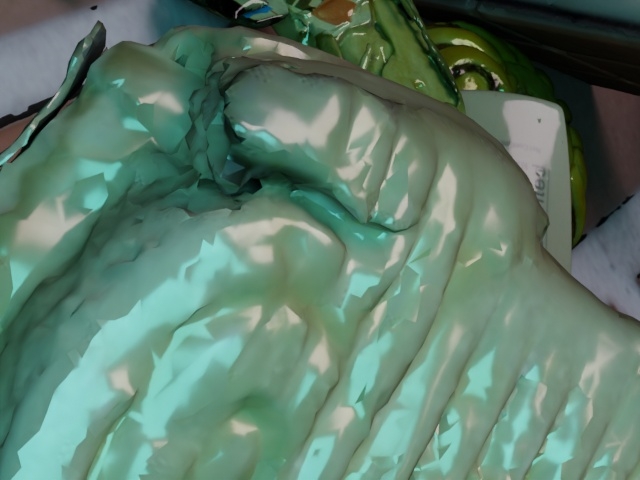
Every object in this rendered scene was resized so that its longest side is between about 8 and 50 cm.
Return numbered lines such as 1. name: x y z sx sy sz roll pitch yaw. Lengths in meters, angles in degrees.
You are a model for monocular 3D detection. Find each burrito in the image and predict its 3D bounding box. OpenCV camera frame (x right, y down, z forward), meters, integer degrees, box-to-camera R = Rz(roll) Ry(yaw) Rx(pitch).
1. burrito: -0.028 -0.136 0.912 0.104 0.054 0.288 -17 60 -30

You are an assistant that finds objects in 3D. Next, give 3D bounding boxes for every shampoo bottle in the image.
1. shampoo bottle: 0.079 0.035 0.881 0.072 0.049 0.212 7 67 -13

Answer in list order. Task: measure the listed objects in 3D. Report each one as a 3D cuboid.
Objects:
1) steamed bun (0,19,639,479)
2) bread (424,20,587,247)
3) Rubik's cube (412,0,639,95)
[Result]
1. steamed bun: -0.020 0.126 0.565 0.347 0.237 0.394 -16 104 -33
2. bread: 0.086 -0.049 0.995 0.130 0.071 0.139 30 41 -39
3. Rubik's cube: 0.197 -0.196 1.044 0.225 0.221 0.231 15 92 -45
